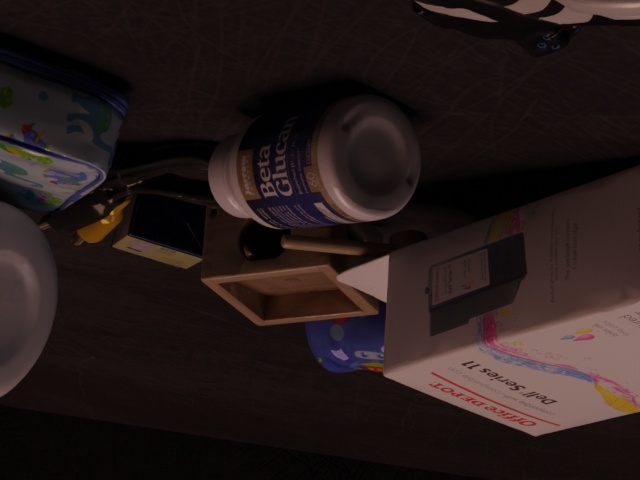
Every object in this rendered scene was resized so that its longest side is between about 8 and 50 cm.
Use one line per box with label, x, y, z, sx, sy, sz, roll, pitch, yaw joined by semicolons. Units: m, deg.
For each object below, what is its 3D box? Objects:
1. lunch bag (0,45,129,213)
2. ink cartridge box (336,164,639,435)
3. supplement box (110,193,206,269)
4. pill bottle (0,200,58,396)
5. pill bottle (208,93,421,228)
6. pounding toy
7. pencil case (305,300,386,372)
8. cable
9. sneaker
lunch bag;-0.262;-0.092;1.370;0.176;0.090;0.219;19;165;-18
ink cartridge box;0.195;0.066;1.350;0.207;0.119;0.353;24;149;-37
supplement box;-0.156;-0.013;1.641;0.083;0.056;0.083;18;165;-17
pill bottle;-0.402;0.030;1.463;0.323;0.181;0.181;13;168;34
pill bottle;-0.011;-0.057;1.266;0.094;0.094;0.169;23;162;-35
pounding toy;0.002;-0.004;1.482;0.206;0.094;0.181;-7;155;22
pencil case;0.136;0.096;1.661;0.306;0.119;0.133;6;140;26
cable;-0.184;-0.068;1.516;0.287;0.072;0.139;-17;122;40
sneaker;0.138;-0.141;0.865;0.217;0.079;0.121;13;172;37
